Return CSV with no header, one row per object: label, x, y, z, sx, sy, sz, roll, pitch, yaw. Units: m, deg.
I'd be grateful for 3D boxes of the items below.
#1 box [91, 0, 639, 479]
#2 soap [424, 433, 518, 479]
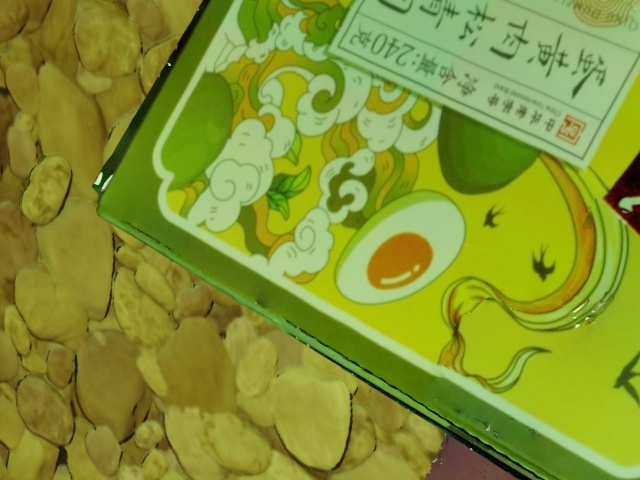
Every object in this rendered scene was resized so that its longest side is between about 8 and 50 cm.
box,0.131,-0.081,0.911,0.420,0.138,0.373,30,90,35
soap,0.182,0.167,1.025,0.325,0.127,0.220,-29,78,42
